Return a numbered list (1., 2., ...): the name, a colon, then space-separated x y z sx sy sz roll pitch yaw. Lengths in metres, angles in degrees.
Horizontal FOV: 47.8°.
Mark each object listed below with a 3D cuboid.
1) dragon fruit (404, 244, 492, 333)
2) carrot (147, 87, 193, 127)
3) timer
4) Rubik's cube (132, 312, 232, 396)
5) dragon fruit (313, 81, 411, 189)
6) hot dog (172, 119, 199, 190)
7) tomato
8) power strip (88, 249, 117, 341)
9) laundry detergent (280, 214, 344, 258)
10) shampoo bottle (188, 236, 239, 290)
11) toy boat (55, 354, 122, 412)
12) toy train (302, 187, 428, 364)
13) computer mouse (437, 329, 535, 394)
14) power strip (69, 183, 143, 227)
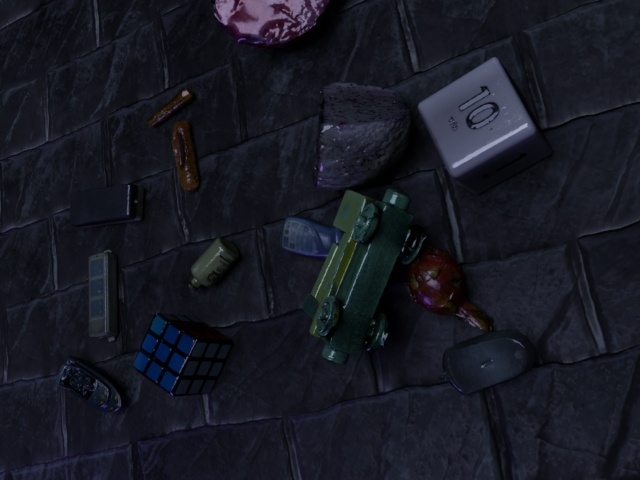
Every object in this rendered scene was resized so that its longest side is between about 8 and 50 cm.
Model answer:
1. dragon fruit: 0.282 0.119 1.568 0.246 0.125 0.125 42 132 9
2. carrot: -0.438 -0.382 2.094 0.170 0.042 0.042 -33 67 20
3. timer: 0.353 -0.240 1.546 0.195 0.194 0.192 -30 68 22
4. Rubik's cube: -0.353 0.291 1.849 0.160 0.163 0.162 26 95 30
5. dragon fruit: 0.092 -0.231 1.686 0.221 0.283 0.204 -1 123 -1
6. hot dog: -0.387 -0.240 2.036 0.066 0.047 0.216 -19 72 27
7. tomato: -0.104 -0.641 1.893 0.289 0.176 0.335 29 95 9
8. power strip: -0.629 0.157 2.088 0.078 0.052 0.272 -12 75 27
9. laundry detergent: 0.000 0.000 1.770 0.206 0.061 0.097 14 88 30
10. shampoo bottle: -0.291 0.071 1.904 0.162 0.079 0.079 -46 63 13
11. toy boat: -0.643 0.409 2.022 0.246 0.103 0.093 24 92 27
12. toy train: 0.084 0.069 1.591 0.397 0.160 0.253 -69 19 4
13. computer mouse: 0.353 0.256 1.526 0.229 0.068 0.113 -26 83 34
14. power strip: -0.628 -0.101 2.130 0.256 0.070 0.105 -5 80 29
